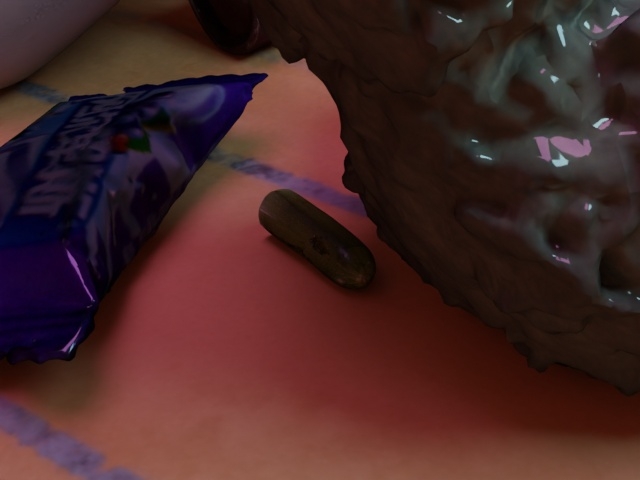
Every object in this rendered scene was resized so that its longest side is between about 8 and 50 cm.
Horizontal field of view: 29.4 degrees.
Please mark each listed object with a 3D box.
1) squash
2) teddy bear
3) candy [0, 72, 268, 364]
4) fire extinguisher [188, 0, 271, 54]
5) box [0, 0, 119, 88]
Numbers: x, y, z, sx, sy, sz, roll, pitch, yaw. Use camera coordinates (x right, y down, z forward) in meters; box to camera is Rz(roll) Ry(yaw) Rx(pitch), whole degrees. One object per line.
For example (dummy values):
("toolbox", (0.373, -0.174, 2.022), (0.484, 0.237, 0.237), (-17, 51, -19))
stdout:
("squash", (0.000, 0.000, 0.634), (0.027, 0.027, 0.083), (-25, 37, -25))
("teddy bear", (0.086, -0.101, 0.477), (0.357, 0.367, 0.224), (24, 68, 40))
("candy", (-0.133, -0.023, 0.659), (0.145, 0.070, 0.275), (-2, 35, 23))
("fire extinguisher", (0.029, -0.227, 0.907), (0.269, 0.105, 0.105), (-29, 40, -29))
("box", (-0.171, -0.262, 0.876), (0.289, 0.141, 0.349), (-33, 24, 24))
